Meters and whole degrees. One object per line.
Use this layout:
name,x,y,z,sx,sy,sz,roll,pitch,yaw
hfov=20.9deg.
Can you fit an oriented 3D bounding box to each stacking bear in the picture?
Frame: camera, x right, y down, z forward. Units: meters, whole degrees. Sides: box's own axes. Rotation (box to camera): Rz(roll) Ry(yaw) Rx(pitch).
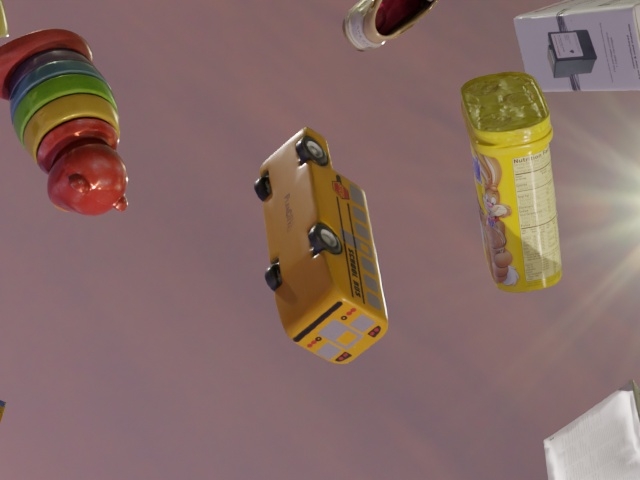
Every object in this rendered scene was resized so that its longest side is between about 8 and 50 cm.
stacking bear,-0.361,-0.153,2.492,0.175,0.164,0.289,33,-156,-51

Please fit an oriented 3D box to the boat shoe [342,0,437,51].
boat shoe,0.095,-0.247,1.691,0.063,0.170,0.059,47,162,-21

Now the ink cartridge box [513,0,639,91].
ink cartridge box,0.445,-0.293,2.461,0.289,0.211,0.122,8,115,63

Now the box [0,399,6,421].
box,-0.563,0.261,2.706,0.136,0.028,0.081,25,-146,-14

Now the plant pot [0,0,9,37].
plant pot,-0.436,-0.293,2.063,0.134,0.095,0.134,4,-170,-1

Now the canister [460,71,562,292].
canister,0.177,-0.052,1.597,0.126,0.073,0.170,-98,-2,-61

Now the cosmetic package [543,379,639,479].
cosmetic package,0.240,0.212,1.395,0.060,0.099,0.239,49,-162,-16

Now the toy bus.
toy bus,0.000,0.000,2.370,0.130,0.108,0.333,30,-147,-31
